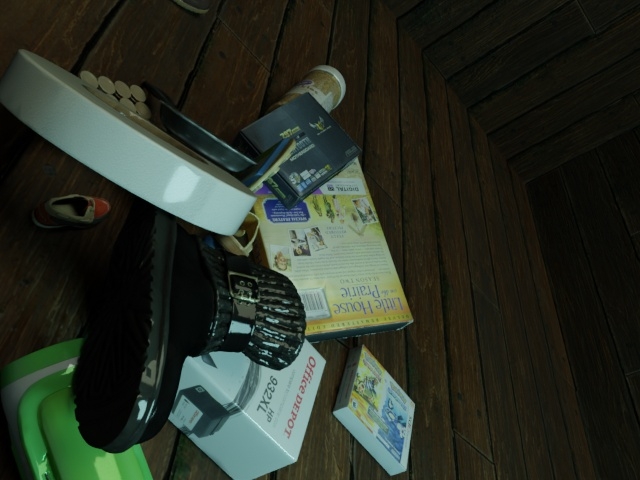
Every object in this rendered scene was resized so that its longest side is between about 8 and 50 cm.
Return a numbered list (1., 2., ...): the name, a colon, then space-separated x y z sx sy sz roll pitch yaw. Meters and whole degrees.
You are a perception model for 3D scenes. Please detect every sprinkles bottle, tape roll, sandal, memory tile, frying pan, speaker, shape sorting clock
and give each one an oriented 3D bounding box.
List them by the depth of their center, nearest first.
1. speaker: -0.269 0.270 0.761 0.131 0.131 0.297 -7 71 -59
2. tape roll: -0.270 -0.138 0.956 0.392 0.072 0.392 32 4 -2
3. sandal: -0.135 -0.012 1.135 0.088 0.079 0.240 49 -6 -9
4. frying pan: -0.248 -0.211 1.146 0.326 0.053 0.197 34 3 16
5. memory tile: -0.364 -0.242 1.178 0.148 0.012 0.113 4 61 -57
6. shape sorting clock: -0.121 -0.112 1.197 0.040 0.206 0.206 50 31 -17
7. sprinkles bottle: -0.034 -0.347 1.679 0.121 0.121 0.355 53 30 -14

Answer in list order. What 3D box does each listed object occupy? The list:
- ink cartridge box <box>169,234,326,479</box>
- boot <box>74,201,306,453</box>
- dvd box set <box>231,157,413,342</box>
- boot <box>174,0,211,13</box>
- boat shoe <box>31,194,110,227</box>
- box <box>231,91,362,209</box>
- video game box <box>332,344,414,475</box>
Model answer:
1. ink cartridge box: -0.149 0.182 1.019 0.307 0.129 0.223 49 30 -18
2. boot: -0.139 0.126 0.819 0.260 0.131 0.348 36 36 -33
3. dvd box set: 0.000 0.000 1.375 0.307 0.062 0.420 -4 65 -32
4. boot: -0.288 -0.644 1.450 0.248 0.207 0.090 39 36 -34
5. boat shoe: -0.362 -0.047 0.977 0.137 0.043 0.049 -13 74 -61
6. box: -0.046 -0.194 1.383 0.183 0.059 0.232 48 50 4
7. video game box: 0.119 0.353 1.380 0.205 0.048 0.187 50 28 -19
